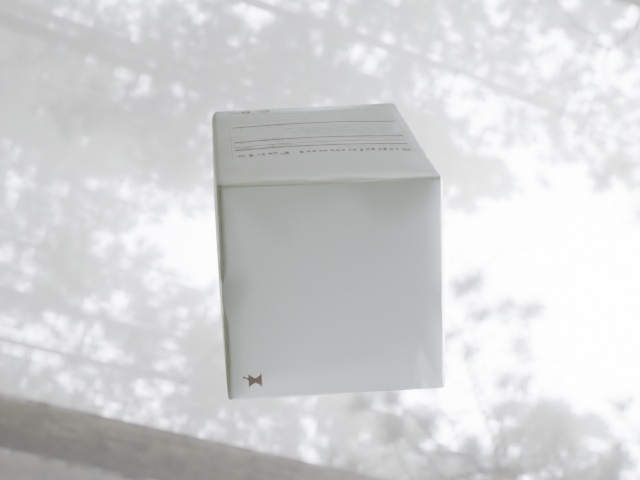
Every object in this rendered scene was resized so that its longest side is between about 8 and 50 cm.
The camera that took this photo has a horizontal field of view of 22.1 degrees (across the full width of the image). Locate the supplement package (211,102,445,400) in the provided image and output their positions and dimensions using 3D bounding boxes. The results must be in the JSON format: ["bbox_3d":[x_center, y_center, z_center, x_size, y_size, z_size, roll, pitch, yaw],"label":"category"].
[{"bbox_3d":[0.000,0.000,1.378,0.293,0.175,0.178,-105,-167,-73],"label":"supplement package"}]
